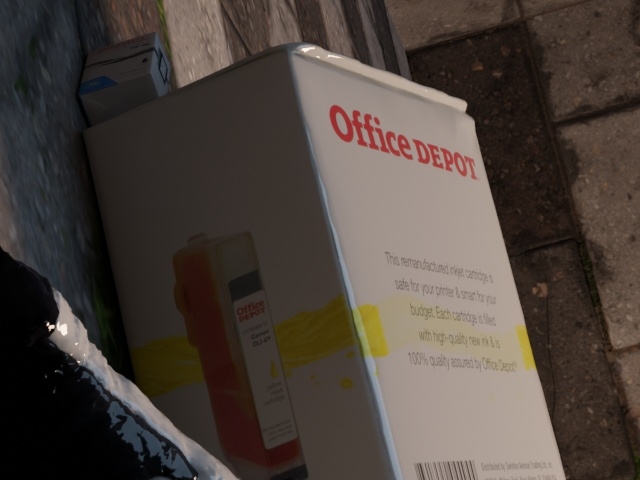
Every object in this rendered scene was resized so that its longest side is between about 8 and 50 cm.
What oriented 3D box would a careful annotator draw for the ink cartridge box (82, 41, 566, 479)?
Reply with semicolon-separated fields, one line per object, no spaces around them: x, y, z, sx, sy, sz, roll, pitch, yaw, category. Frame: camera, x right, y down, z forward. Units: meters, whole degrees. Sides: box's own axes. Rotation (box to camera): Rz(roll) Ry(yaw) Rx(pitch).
0.022;0.101;1.186;0.279;0.160;0.385;12;63;-62;ink cartridge box

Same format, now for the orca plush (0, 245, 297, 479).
-0.085;0.131;0.835;0.102;0.151;0.287;-61;150;-31;orca plush

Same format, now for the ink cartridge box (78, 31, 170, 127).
-0.121;-0.103;1.191;0.083;0.048;0.028;-93;165;-62;ink cartridge box
